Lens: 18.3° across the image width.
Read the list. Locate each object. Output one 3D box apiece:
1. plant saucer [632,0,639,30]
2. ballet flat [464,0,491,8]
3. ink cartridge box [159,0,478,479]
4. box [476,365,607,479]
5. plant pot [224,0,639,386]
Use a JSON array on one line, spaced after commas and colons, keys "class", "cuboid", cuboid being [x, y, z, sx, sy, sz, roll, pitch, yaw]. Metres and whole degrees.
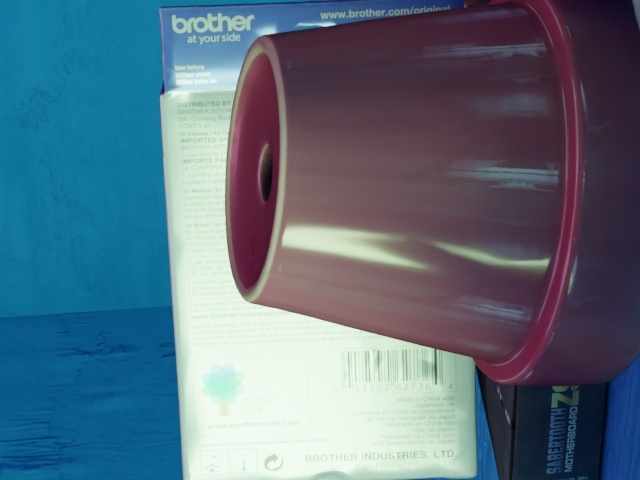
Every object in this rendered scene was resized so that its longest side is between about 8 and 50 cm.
[{"class": "plant saucer", "cuboid": [0.146, -0.126, 0.772, 0.195, 0.037, 0.195, 177, 90, -88]}, {"class": "ballet flat", "cuboid": [0.101, -0.159, 1.483, 0.084, 0.058, 0.250, -108, 14, -77]}, {"class": "ink cartridge box", "cuboid": [0.000, 0.000, 1.210, 0.065, 0.185, 0.311, -93, 1, -68]}, {"class": "box", "cuboid": [0.125, 0.025, 1.212, 0.233, 0.059, 0.183, -97, 4, -50]}, {"class": "plant pot", "cuboid": [0.054, -0.031, 0.966, 0.201, 0.180, 0.201, -177, 90, -76]}]
